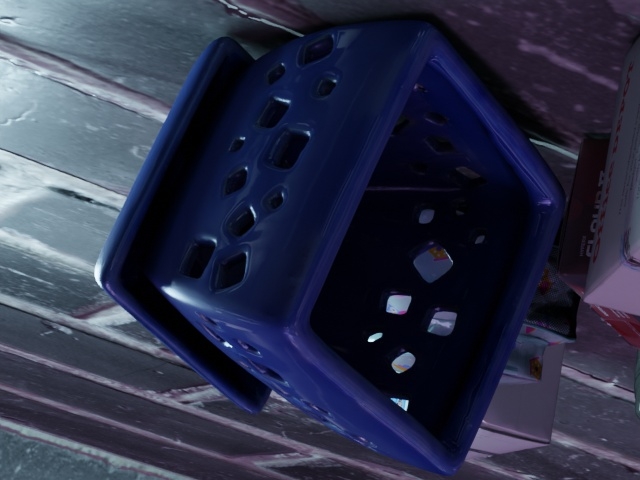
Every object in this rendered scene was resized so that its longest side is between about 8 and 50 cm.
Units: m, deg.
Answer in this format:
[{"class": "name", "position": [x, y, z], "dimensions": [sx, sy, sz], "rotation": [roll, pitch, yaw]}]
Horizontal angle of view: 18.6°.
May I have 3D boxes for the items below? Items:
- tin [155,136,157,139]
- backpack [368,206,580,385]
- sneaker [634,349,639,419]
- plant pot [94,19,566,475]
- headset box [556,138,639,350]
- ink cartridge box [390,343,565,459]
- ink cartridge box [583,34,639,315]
[{"class": "tin", "position": [-0.051, -0.054, 1.544], "dimensions": [0.189, 0.040, 0.106], "rotation": [-1, 163, 38]}, {"class": "backpack", "position": [0.097, 0.040, 1.560], "dimensions": [0.188, 0.144, 0.166], "rotation": [28, 163, -33]}, {"class": "sneaker", "position": [0.358, 0.095, 1.566], "dimensions": [0.109, 0.130, 0.286], "rotation": [23, 160, -24]}, {"class": "plant pot", "position": [0.000, 0.000, 1.329], "dimensions": [0.212, 0.236, 0.236], "rotation": [8, 155, 37]}, {"class": "headset box", "position": [0.318, 0.018, 1.373], "dimensions": [0.293, 0.110, 0.218], "rotation": [2, 160, 32]}, {"class": "ink cartridge box", "position": [0.141, 0.124, 1.795], "dimensions": [0.082, 0.140, 0.190], "rotation": [18, 163, -22]}, {"class": "ink cartridge box", "position": [0.265, -0.052, 1.081], "dimensions": [0.168, 0.171, 0.233], "rotation": [14, 164, -4]}]
